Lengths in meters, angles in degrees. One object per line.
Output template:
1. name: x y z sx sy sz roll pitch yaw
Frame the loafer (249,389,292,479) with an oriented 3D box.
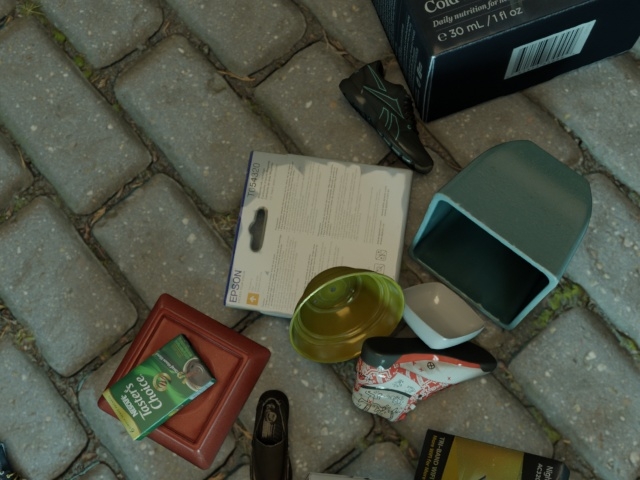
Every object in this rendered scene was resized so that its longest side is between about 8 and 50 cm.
1. loafer: -0.097 0.386 1.341 0.080 0.078 0.220 -4 75 3

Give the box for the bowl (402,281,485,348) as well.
1. bowl: 0.216 0.145 1.356 0.142 0.142 0.053 47 128 32

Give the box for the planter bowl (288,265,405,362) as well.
1. planter bowl: 0.035 0.113 1.306 0.217 0.217 0.090 -25 44 -2

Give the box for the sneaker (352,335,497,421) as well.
1. sneaker: 0.187 0.260 1.354 0.270 0.090 0.145 6 113 -20

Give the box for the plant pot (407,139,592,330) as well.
1. plant pot: 0.352 -0.035 1.338 0.247 0.248 0.252 39 66 13

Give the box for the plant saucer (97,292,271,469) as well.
1. plant saucer: -0.268 0.265 1.402 0.259 0.048 0.258 27 79 11

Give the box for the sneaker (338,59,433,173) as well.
1. sneaker: 0.149 -0.251 1.465 0.106 0.101 0.267 -39 76 6

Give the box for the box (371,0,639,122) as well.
1. box: 0.344 -0.564 1.441 0.480 0.297 0.472 -20 74 -1

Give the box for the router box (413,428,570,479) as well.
1. router box: 0.262 0.498 1.217 0.243 0.081 0.309 6 65 29

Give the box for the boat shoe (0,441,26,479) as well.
1. boat shoe: -0.581 0.460 1.372 0.083 0.065 0.183 -10 79 -4

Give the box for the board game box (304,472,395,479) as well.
1. board game box: 0.069 0.523 1.127 0.193 0.053 0.305 10 50 -12

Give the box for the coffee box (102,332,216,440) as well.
1. coffee box: -0.299 0.273 1.356 0.184 0.040 0.113 -36 76 -5

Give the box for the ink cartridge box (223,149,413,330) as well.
1. ink cartridge box: 0.000 0.000 1.435 0.330 0.071 0.324 8 79 7
